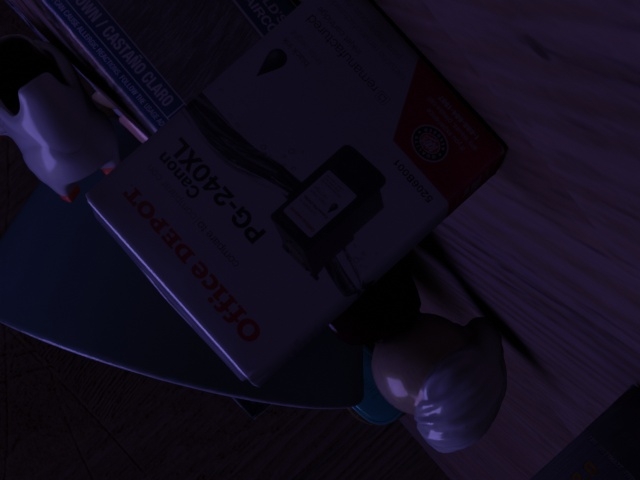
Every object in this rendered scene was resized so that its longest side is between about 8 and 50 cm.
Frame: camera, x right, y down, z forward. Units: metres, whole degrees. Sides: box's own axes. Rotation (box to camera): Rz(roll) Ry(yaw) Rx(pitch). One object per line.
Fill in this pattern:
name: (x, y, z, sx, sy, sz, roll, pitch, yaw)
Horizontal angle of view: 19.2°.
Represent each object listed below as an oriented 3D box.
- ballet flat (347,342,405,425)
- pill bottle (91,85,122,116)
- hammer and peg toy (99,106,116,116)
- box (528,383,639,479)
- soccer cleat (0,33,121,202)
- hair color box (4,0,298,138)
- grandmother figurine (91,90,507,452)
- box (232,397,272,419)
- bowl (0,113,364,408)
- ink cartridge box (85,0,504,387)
ballet flat: (-0.011, 0.071, 2.214, 0.342, 0.116, 0.124, 45, -164, -13)
pill bottle: (-0.163, -0.179, 1.364, 0.169, 0.094, 0.094, 48, 176, -2)
hammer and peg toy: (-0.117, -0.069, 1.667, 0.361, 0.127, 0.266, 50, 175, -28)
box: (0.152, 0.204, 1.042, 0.056, 0.183, 0.231, 44, 175, 39)
soccer cleat: (-0.163, -0.085, 1.034, 0.196, 0.068, 0.076, 37, 157, 57)
hair color box: (-0.136, -0.171, 1.091, 0.174, 0.105, 0.347, 50, 175, -27)
grandmother figurine: (0.000, 0.000, 1.260, 0.342, 0.104, 0.208, 49, -153, -6)
box: (-0.130, 0.053, 1.707, 0.220, 0.051, 0.175, 49, 174, -15)
bowl: (-0.095, 0.005, 1.431, 0.311, 0.163, 0.311, 16, -174, -2)
ink cartridge box: (-0.012, -0.024, 0.826, 0.109, 0.150, 0.063, 48, 176, 4)
